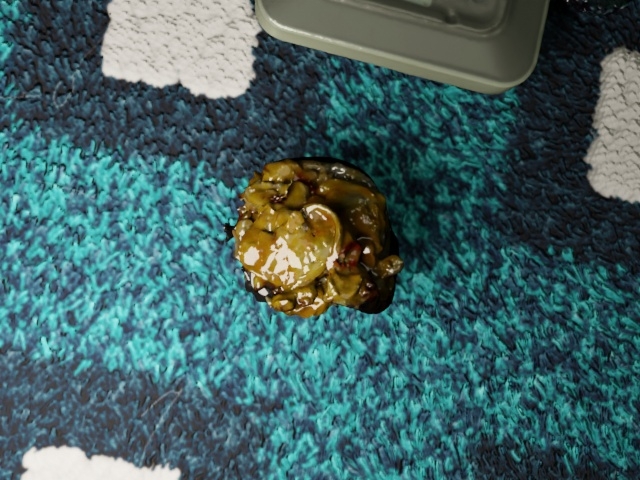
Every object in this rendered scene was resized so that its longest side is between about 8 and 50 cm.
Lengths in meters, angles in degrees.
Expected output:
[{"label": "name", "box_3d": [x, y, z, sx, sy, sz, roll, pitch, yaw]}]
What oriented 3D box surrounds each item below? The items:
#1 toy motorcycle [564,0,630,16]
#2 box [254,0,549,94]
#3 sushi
[{"label": "toy motorcycle", "box_3d": [0.473, -0.428, 1.537, 0.410, 0.168, 0.237, -12, 99, -19]}, {"label": "box", "box_3d": [0.128, -0.400, 1.531, 0.373, 0.090, 0.367, 13, 83, -5]}, {"label": "sushi", "box_3d": [-0.006, 0.003, 1.416, 0.200, 0.204, 0.213, -20, 82, -4]}]
